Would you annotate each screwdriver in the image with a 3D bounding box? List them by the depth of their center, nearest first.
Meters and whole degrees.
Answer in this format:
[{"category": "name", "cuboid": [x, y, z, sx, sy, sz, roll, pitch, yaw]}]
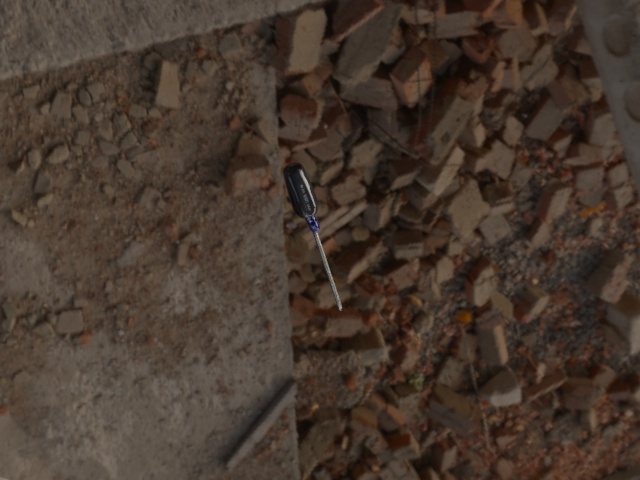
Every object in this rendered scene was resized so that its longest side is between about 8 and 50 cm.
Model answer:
[{"category": "screwdriver", "cuboid": [0.000, 0.000, 0.670, 0.025, 0.024, 0.170, -50, 134, -31]}]

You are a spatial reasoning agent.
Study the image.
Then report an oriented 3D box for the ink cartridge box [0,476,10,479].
[{"category": "ink cartridge box", "cuboid": [-0.117, 0.244, 0.412, 0.219, 0.093, 0.160, 19, 122, -1]}]
